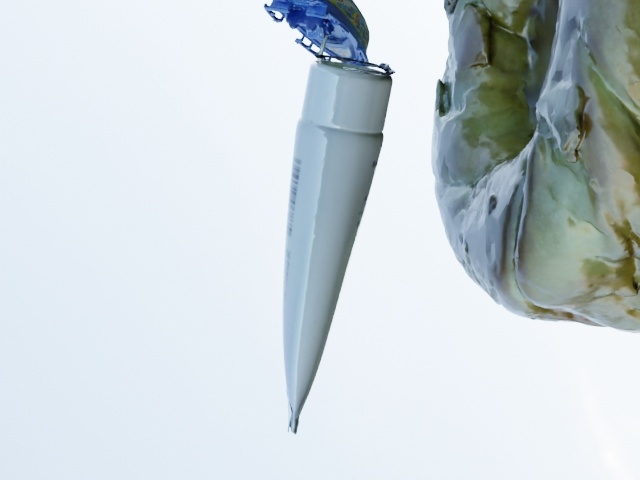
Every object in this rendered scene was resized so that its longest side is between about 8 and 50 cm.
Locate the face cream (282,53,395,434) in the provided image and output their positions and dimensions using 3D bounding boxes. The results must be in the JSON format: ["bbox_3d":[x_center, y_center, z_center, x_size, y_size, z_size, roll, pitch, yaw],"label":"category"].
[{"bbox_3d":[0.000,0.000,1.052,0.092,0.058,0.243,-98,18,-77],"label":"face cream"}]

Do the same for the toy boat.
[{"bbox_3d":[0.000,-0.194,1.629,0.175,0.091,0.110,38,-112,-58],"label":"toy boat"}]

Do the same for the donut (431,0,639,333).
[{"bbox_3d":[0.186,-0.112,1.061,0.360,0.170,0.360,-174,90,-77],"label":"donut"}]
